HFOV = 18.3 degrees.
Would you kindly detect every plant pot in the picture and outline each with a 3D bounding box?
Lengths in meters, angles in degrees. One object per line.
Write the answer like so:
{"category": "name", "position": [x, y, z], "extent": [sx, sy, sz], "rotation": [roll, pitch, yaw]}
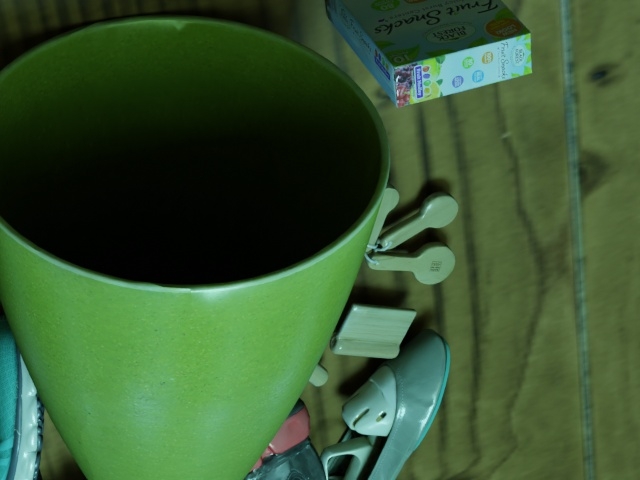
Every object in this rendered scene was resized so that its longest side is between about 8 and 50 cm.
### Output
{"category": "plant pot", "position": [-0.102, 0.042, 1.378], "extent": [0.275, 0.274, 0.293], "rotation": [-10, 135, -17]}

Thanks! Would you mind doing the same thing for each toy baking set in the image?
{"category": "toy baking set", "position": [-0.004, 0.006, 1.530], "extent": [0.256, 0.030, 0.197], "rotation": [34, 102, -37]}

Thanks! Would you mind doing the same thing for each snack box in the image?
{"category": "snack box", "position": [0.073, -0.150, 1.376], "extent": [0.100, 0.141, 0.037], "rotation": [-16, 127, -12]}

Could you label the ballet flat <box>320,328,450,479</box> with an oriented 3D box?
{"category": "ballet flat", "position": [0.041, 0.164, 1.630], "extent": [0.068, 0.072, 0.213], "rotation": [7, 121, -28]}

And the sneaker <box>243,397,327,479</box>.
{"category": "sneaker", "position": [-0.110, 0.237, 1.574], "extent": [0.276, 0.097, 0.135], "rotation": [-30, 94, -3]}

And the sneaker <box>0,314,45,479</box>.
{"category": "sneaker", "position": [-0.274, 0.174, 1.487], "extent": [0.110, 0.107, 0.275], "rotation": [16, 114, -17]}
